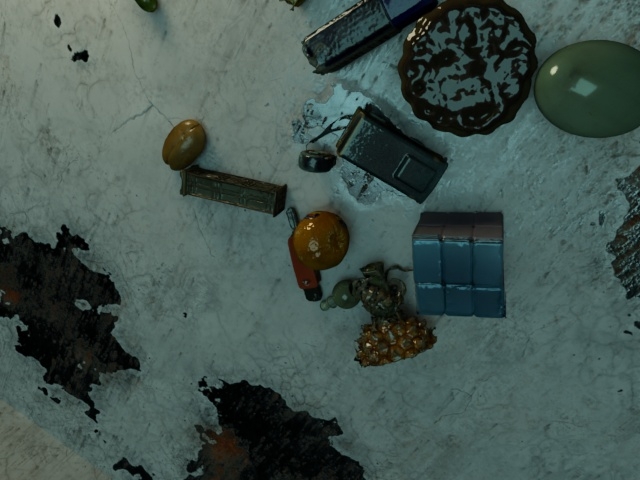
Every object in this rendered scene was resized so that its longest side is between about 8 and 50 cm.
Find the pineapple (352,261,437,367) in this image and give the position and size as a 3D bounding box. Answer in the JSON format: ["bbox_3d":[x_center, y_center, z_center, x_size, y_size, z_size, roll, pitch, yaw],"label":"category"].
[{"bbox_3d":[0.187,0.200,1.438,0.263,0.262,0.271,-16,93,23],"label":"pineapple"}]

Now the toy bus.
[{"bbox_3d":[0.187,-0.221,1.270,0.275,0.167,0.138,29,109,-8],"label":"toy bus"}]

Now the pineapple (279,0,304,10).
[{"bbox_3d":[-0.055,-0.712,1.220,0.186,0.114,0.236,-4,119,19],"label":"pineapple"}]

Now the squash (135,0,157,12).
[{"bbox_3d":[-0.537,-0.765,1.369,0.066,0.066,0.252,-20,102,24],"label":"squash"}]

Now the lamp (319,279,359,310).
[{"bbox_3d":[0.055,0.184,1.540,0.163,0.091,0.091,-32,98,42],"label":"lamp"}]

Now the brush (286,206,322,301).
[{"bbox_3d":[-0.058,0.049,1.534,0.070,0.051,0.323,-8,107,24],"label":"brush"}]

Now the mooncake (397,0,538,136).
[{"bbox_3d":[0.341,-0.409,1.152,0.324,0.187,0.323,6,112,14],"label":"mooncake"}]

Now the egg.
[{"bbox_3d":[0.608,-0.330,1.071,0.283,0.203,0.202,11,116,-14],"label":"egg"}]

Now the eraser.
[{"bbox_3d":[0.116,-0.529,1.195,0.332,0.155,0.101,-25,99,25],"label":"eraser"}]

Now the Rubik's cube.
[{"bbox_3d":[0.374,0.057,1.300,0.225,0.221,0.231,0,110,19],"label":"Rubik's cube"}]

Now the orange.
[{"bbox_3d":[0.001,0.000,1.429,0.155,0.178,0.177,-5,109,34],"label":"orange"}]

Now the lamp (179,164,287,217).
[{"bbox_3d":[-0.270,-0.156,1.504,0.326,0.089,0.090,13,114,13],"label":"lamp"}]

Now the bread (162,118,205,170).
[{"bbox_3d":[-0.431,-0.292,1.514,0.114,0.077,0.189,42,114,-6],"label":"bread"}]

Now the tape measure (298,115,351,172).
[{"bbox_3d":[0.005,-0.274,1.359,0.104,0.107,0.179,27,116,9],"label":"tape measure"}]
